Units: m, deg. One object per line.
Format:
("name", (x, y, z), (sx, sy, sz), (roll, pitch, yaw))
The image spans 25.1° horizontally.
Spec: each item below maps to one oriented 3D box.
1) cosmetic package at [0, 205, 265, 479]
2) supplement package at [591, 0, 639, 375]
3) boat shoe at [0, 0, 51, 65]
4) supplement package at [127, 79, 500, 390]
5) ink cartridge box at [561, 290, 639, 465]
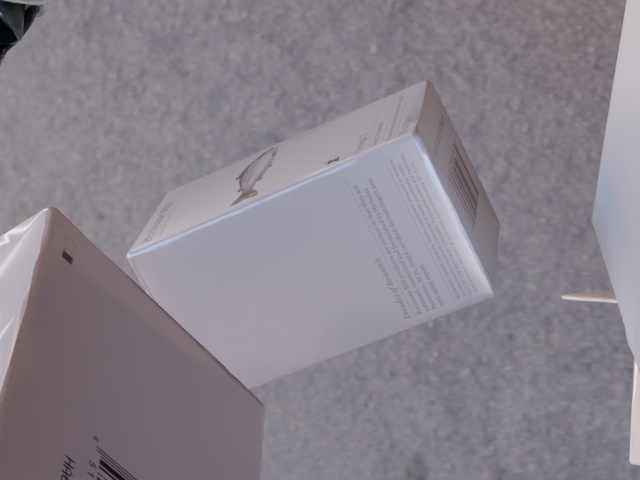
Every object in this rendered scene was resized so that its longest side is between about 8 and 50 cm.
("cosmetic package", (-0.150, 0.146, 0.510), (0.224, 0.138, 0.224), (-26, 35, 23))
("supplement package", (0.254, -0.049, 0.656), (0.199, 0.198, 0.263), (-95, 4, -49))
("boat shoe", (-0.207, -0.143, 0.893), (0.099, 0.116, 0.319), (21, 74, 18))
("supplement package", (0.000, 0.000, 0.821), (0.179, 0.105, 0.105), (-23, 108, 16))
("ink cartridge box", (0.356, 0.104, 0.979), (0.353, 0.207, 0.119), (7, 96, 48))
